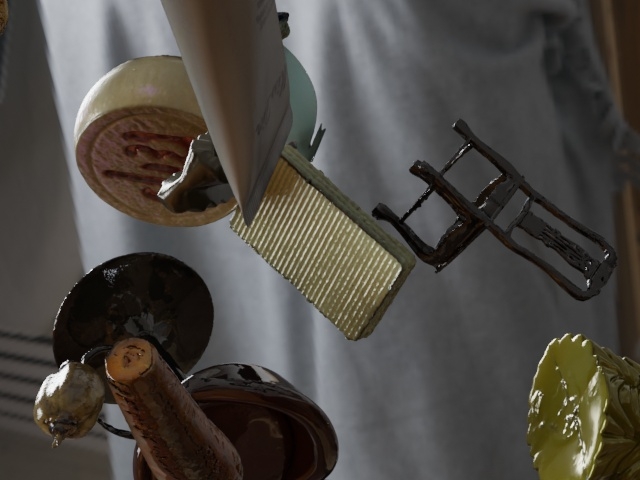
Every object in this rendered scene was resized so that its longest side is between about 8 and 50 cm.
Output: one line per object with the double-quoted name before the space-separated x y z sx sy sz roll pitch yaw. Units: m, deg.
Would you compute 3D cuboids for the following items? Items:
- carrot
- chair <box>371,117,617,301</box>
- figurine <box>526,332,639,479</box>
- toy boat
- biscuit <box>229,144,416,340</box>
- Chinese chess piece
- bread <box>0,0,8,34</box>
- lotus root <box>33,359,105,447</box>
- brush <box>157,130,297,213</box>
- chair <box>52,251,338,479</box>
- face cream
"carrot" -0.095 0.123 0.909 0.055 0.161 0.055 -10 51 13
"chair" 0.186 -0.008 1.482 0.106 0.229 0.113 -48 0 -42
"figurine" 0.403 0.220 1.542 0.315 0.168 0.187 14 12 -18
"toy boat" -0.103 -0.199 2.052 0.210 0.070 0.292 -30 60 21
"biscuit" 0.000 0.000 1.463 0.199 0.121 0.040 43 38 18
"Chinese chess piece" -0.214 -0.138 1.990 0.270 0.270 0.112 -5 48 15
"bread" -0.403 -0.264 1.632 0.044 0.083 0.111 -16 35 26
"lotus root" -0.255 0.167 1.438 0.072 0.063 0.152 -20 22 7
"brush" -0.090 -0.089 1.577 0.084 0.071 0.301 -45 -7 22
"chair" -0.160 0.190 1.693 0.226 0.227 0.401 -20 30 -20
"face cream" -0.074 -0.169 1.056 0.089 0.314 0.143 2 45 15
